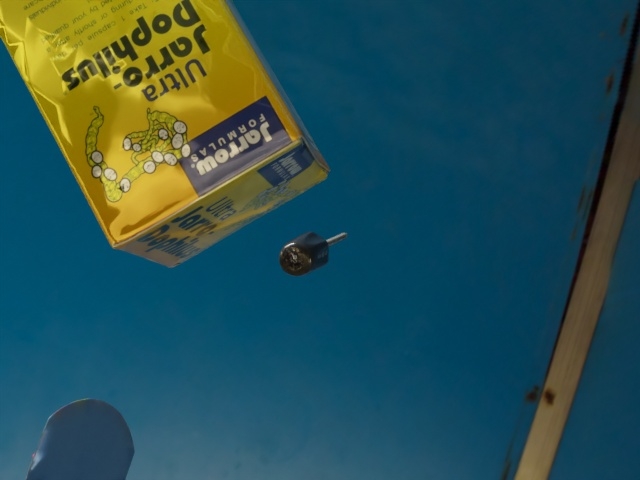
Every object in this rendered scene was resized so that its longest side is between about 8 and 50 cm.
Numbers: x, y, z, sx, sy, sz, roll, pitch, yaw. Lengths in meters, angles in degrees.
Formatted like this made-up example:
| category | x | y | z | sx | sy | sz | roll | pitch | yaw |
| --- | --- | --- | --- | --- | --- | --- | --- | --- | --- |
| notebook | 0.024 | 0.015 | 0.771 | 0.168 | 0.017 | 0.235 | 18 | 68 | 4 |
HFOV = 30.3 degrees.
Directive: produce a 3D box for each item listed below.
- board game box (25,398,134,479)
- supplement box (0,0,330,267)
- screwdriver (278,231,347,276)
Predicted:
| category | x | y | z | sx | sy | sz | roll | pitch | yaw |
| --- | --- | --- | --- | --- | --- | --- | --- | --- | --- |
| board game box | -0.232 | 0.222 | 1.055 | 0.033 | 0.133 | 0.168 | 7 | -111 | 29 |
| supplement box | -0.169 | -0.179 | 1.124 | 0.195 | 0.194 | 0.356 | -30 | -100 | 4 |
| screwdriver | 0.000 | 0.000 | 0.712 | 0.024 | 0.170 | 0.025 | -28 | -86 | 12 |
